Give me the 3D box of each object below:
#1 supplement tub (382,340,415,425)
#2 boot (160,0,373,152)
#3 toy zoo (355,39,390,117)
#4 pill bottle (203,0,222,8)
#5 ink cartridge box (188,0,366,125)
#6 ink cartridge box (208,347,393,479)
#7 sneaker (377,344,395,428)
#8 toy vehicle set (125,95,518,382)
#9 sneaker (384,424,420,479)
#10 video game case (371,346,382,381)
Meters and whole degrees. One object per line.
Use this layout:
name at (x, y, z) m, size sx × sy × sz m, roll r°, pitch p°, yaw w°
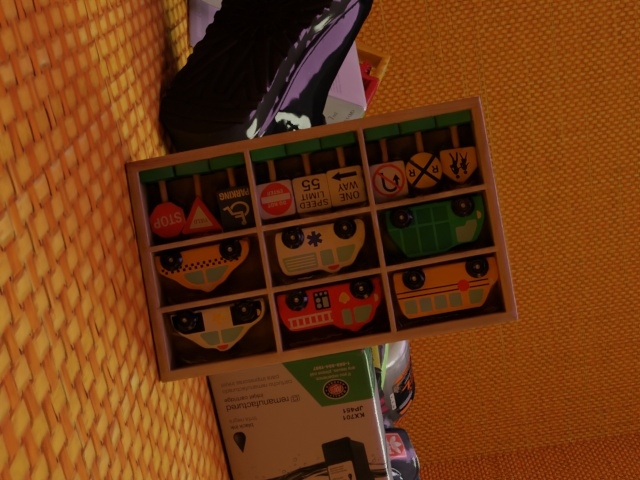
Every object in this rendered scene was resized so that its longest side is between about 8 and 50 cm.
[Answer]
supplement tub at (0.124, 0.324, 2.230) m, size 0.338 × 0.207 × 0.207 m, roll 76°, pitch 6°, yaw -52°
boot at (-0.030, -0.135, 0.968) m, size 0.348 × 0.131 × 0.260 m, roll -56°, pitch 148°, yaw -27°
toy zoo at (0.008, -0.295, 1.569) m, size 0.293 × 0.192 × 0.030 m, roll -65°, pitch 175°, yaw -49°
pill bottle at (-0.099, -0.422, 1.064) m, size 0.160 × 0.160 × 0.283 m, roll 73°, pitch 8°, yaw -65°
ink cartridge box at (-0.068, -0.279, 1.167) m, size 0.060 × 0.238 × 0.275 m, roll -51°, pitch -146°, yaw 42°
ink cartridge box at (-0.011, 0.197, 0.886) m, size 0.087 × 0.153 × 0.208 m, roll -84°, pitch 163°, yaw -74°
sneaker at (0.054, 0.325, 1.749) m, size 0.202 × 0.185 × 0.483 m, roll 43°, pitch 30°, yaw -54°
toy vehicle set at (0.000, 0.000, 0.677) m, size 0.035 × 0.266 × 0.166 m, roll 6°, pitch 73°, yaw -86°
sneaker at (0.038, 0.272, 1.151) m, size 0.350 × 0.148 × 0.131 m, roll 54°, pitch 16°, yaw -57°
video game case at (0.021, 0.204, 1.358) m, size 0.248 × 0.035 × 0.275 m, roll -95°, pitch -159°, yaw -54°
